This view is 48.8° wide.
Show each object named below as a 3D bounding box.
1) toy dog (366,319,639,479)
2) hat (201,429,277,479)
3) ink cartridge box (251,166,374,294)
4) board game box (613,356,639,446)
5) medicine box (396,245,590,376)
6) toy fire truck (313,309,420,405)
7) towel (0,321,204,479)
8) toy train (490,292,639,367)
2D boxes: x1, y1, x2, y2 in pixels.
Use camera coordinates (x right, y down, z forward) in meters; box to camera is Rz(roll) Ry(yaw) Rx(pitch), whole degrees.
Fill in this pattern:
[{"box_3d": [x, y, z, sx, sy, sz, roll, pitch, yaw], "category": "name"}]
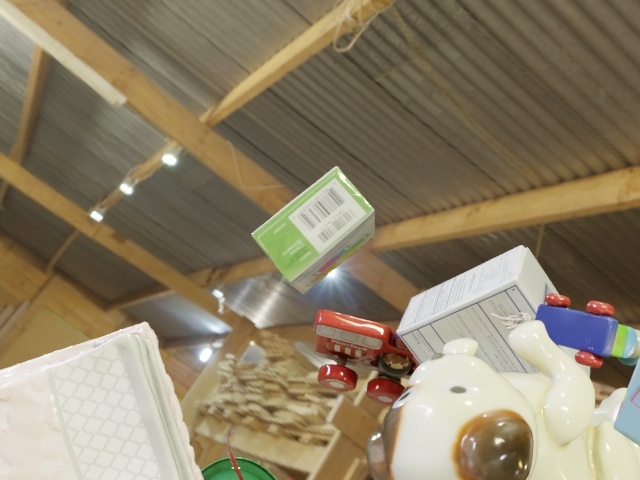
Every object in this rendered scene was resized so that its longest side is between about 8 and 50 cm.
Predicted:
[{"box_3d": [0.247, 0.309, 1.008, 0.285, 0.395, 0.408, -6, -30, 47], "category": "toy dog"}, {"box_3d": [-0.128, 0.429, 1.105, 0.208, 0.173, 0.183, 41, -21, -4], "category": "hat"}, {"box_3d": [0.000, 0.000, 0.772, 0.062, 0.109, 0.209, 50, -3, 9], "category": "ink cartridge box"}, {"box_3d": [0.352, 0.067, 0.536, 0.144, 0.142, 0.275, 35, -35, 34], "category": "board game box"}, {"box_3d": [0.355, 0.199, 1.449, 0.289, 0.149, 0.263, -30, -77, 32], "category": "medicine box"}, {"box_3d": [0.127, 0.266, 1.701, 0.303, 0.169, 0.253, 15, -28, 4], "category": "toy fire truck"}, {"box_3d": [-0.258, 0.280, 0.658, 0.053, 0.317, 0.331, 55, 14, -83], "category": "towel"}, {"box_3d": [0.436, 0.156, 1.234, 0.144, 0.105, 0.248, 17, -4, -30], "category": "toy train"}]
